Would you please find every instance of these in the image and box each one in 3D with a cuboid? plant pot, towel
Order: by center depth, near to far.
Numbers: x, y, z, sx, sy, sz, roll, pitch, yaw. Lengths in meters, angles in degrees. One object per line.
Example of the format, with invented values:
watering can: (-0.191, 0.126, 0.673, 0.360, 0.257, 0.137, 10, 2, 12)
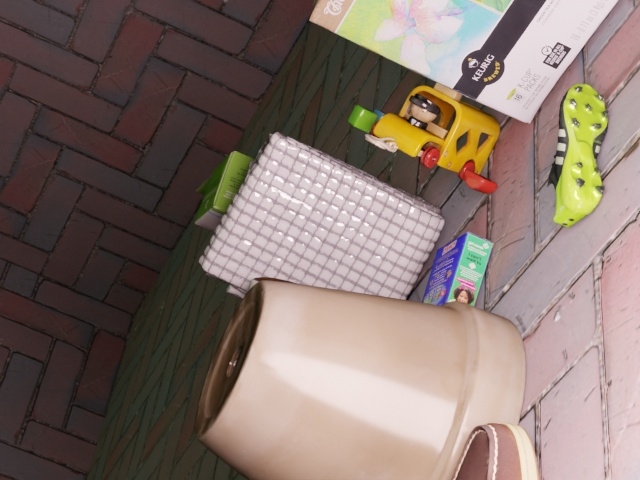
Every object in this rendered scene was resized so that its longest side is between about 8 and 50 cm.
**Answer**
plant pot: (0.024, 0.184, 1.533, 0.323, 0.280, 0.323, -67, 13, 0)
towel: (0.000, 0.000, 1.940, 0.235, 0.284, 0.121, -62, 9, 14)

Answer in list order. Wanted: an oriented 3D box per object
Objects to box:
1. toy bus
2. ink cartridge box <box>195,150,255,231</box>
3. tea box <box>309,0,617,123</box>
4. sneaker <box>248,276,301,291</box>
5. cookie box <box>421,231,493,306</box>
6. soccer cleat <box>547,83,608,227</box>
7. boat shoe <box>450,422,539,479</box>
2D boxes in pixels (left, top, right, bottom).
toy bus: (0.150, -0.153, 1.819, 0.104, 0.191, 0.202, -64, 13, 9)
ink cartridge box: (-0.093, -0.031, 2.120, 0.255, 0.189, 0.097, 147, 143, -69)
tea box: (0.203, -0.379, 1.718, 0.329, 0.324, 0.220, -57, 15, 36)
sneaker: (0.003, 0.143, 1.799, 0.290, 0.106, 0.123, 29, 105, 35)
cookie box: (0.166, 0.053, 1.726, 0.092, 0.040, 0.107, -37, 32, 65)
soccer cleat: (0.275, -0.096, 1.516, 0.072, 0.060, 0.179, 127, 159, -50)
boat shoe: (0.111, 0.315, 1.292, 0.123, 0.123, 0.342, -40, 29, 63)
